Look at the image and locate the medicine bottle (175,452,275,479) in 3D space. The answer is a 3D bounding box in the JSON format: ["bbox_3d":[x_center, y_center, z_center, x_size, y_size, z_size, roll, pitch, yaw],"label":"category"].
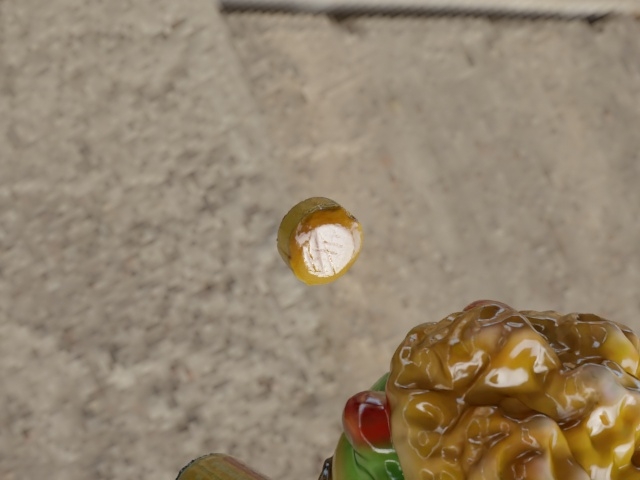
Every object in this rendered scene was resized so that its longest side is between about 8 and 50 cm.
[{"bbox_3d":[-0.002,0.279,1.687,0.108,0.426,0.108,-7,104,-29],"label":"medicine bottle"}]

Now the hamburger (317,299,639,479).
[{"bbox_3d":[0.119,0.129,1.098,0.237,0.149,0.237,15,49,-18],"label":"hamburger"}]

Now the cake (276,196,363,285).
[{"bbox_3d":[0.000,0.000,1.915,0.084,0.084,0.044,39,2,-37],"label":"cake"}]
